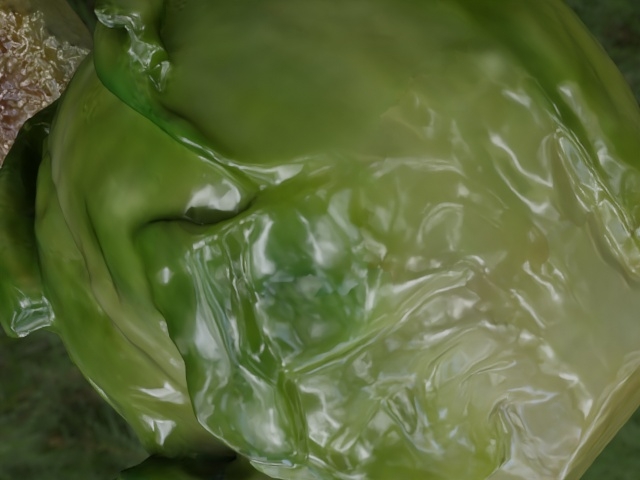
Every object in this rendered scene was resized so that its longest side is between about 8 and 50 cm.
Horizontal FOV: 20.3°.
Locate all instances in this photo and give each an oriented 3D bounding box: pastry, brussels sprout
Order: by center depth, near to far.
[{"bbox_3d":[0.001,0.000,0.709,0.227,0.294,0.259,-55,167,-35],"label":"brussels sprout"},{"bbox_3d":[-0.250,-0.110,1.268,0.093,0.182,0.192,-70,177,-65],"label":"pastry"}]
